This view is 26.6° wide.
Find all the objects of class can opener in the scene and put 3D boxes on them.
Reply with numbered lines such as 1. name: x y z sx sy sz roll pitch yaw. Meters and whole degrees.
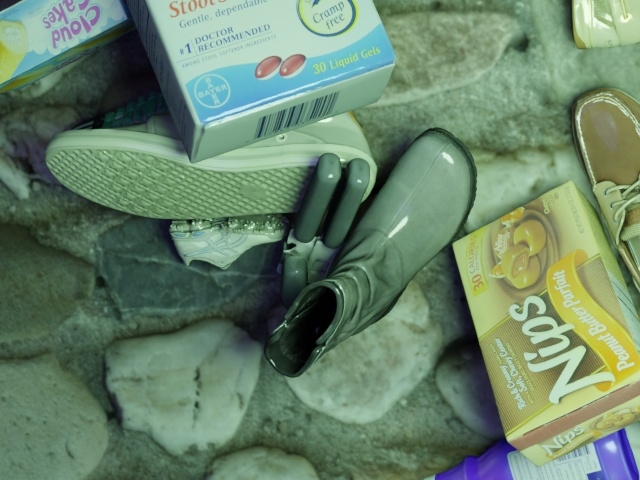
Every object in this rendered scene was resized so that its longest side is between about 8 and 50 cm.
1. can opener: 0.000 0.000 1.767 0.076 0.095 0.283 10 148 -8

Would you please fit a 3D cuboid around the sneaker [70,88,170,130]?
1. sneaker: -0.244 -0.145 1.901 0.223 0.083 0.098 -17 122 18

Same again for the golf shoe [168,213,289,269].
1. golf shoe: -0.122 -0.001 1.896 0.176 0.069 0.086 1 121 19

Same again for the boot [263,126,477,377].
1. boot: 0.065 0.027 1.712 0.118 0.222 0.338 35 123 16

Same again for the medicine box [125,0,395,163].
1. medicine box: -0.087 -0.282 1.688 0.263 0.149 0.289 -20 79 -13

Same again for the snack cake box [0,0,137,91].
1. snack cake box: -0.359 -0.291 1.853 0.264 0.152 0.089 -23 94 20

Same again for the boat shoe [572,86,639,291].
1. boat shoe: 0.409 -0.042 1.693 0.123 0.116 0.324 -27 92 19

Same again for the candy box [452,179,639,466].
1. candy box: 0.289 0.097 1.670 0.183 0.087 0.316 -30 46 20

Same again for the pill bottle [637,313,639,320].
1. pill bottle: 0.412 0.161 1.731 0.215 0.117 0.117 25 106 10

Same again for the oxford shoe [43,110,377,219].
1. oxford shoe: -0.145 -0.118 1.815 0.449 0.169 0.130 0 59 9

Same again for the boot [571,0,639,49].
1. boot: 0.409 -0.363 1.643 0.203 0.095 0.262 2 103 16

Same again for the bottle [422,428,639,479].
1. bottle: 0.277 0.318 1.813 0.282 0.092 0.118 -18 94 19
